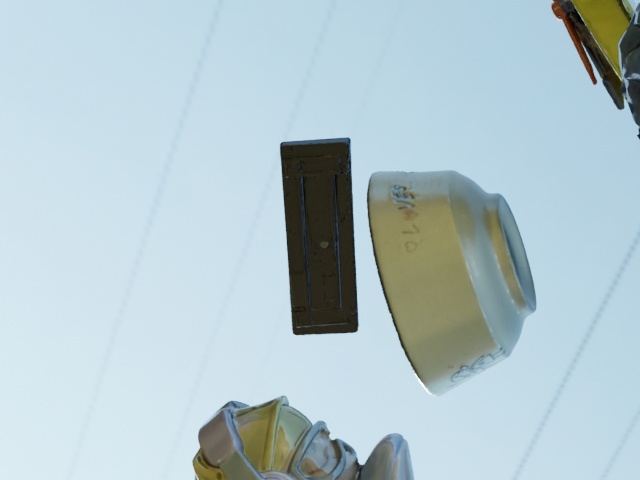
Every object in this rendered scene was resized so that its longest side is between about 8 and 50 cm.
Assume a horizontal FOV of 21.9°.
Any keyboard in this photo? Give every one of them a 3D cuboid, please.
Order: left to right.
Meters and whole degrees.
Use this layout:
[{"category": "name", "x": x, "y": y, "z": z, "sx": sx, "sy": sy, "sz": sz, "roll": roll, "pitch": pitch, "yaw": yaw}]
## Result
[{"category": "keyboard", "x": 0.000, "y": 0.000, "z": 1.439, "sx": 0.013, "sy": 0.061, "sz": 0.204, "roll": -95, "pitch": -179, "yaw": -54}]

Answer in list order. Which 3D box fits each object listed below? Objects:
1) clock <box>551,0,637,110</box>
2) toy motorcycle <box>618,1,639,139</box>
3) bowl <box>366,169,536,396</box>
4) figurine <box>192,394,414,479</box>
[{"category": "clock", "x": 0.255, "y": -0.229, "z": 1.572, "sx": 0.071, "sy": 0.277, "sz": 0.293, "roll": -29, "pitch": -83, "yaw": 15}, {"category": "toy motorcycle", "x": 0.171, "y": -0.054, "z": 0.458, "sx": 0.206, "sy": 0.154, "sz": 0.260, "roll": -171, "pitch": -105, "yaw": -68}, {"category": "bowl", "x": 0.140, "y": 0.029, "z": 1.670, "sx": 0.126, "sy": 0.238, "sz": 0.238, "roll": -17, "pitch": -94, "yaw": 14}, {"category": "figurine", "x": -0.023, "y": 0.190, "z": 0.981, "sx": 0.208, "sy": 0.128, "sz": 0.184, "roll": -43, "pitch": -97, "yaw": 7}]
